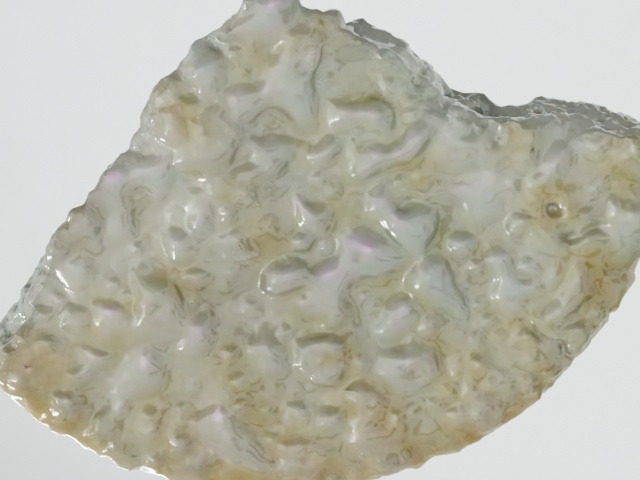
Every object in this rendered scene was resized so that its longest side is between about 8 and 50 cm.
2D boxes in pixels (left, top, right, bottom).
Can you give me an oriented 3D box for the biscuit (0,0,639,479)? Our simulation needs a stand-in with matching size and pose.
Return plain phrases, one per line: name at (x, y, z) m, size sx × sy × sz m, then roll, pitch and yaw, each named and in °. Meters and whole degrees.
biscuit at (0.000, 0.000, 0.554) m, size 0.265 × 0.188 × 0.040 m, roll -14°, pitch -170°, yaw 0°
